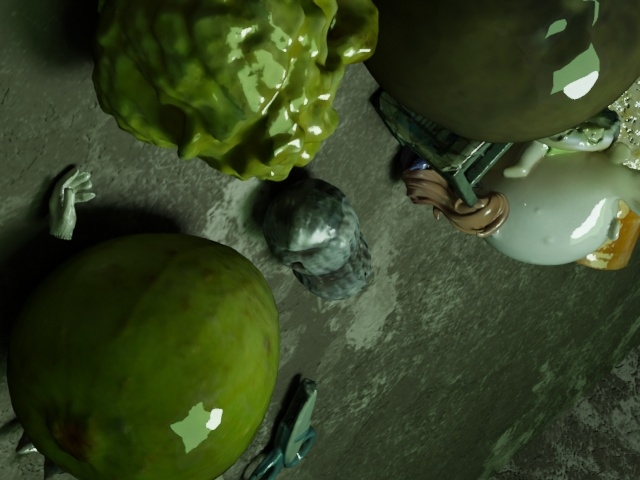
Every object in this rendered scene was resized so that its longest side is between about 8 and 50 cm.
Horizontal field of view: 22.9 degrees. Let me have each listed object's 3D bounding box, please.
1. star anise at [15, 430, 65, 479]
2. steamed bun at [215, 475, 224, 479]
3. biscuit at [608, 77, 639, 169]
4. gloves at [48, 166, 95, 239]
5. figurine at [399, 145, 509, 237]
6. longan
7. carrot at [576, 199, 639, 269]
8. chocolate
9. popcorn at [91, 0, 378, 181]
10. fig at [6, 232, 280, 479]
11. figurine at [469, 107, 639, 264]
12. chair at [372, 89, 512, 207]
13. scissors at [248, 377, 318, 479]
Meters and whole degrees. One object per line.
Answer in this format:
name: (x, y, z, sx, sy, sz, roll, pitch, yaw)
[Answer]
star anise: (-0.252, 0.196, 1.773, 0.197, 0.073, 0.212, -53, 155, 13)
steamed bun: (-0.213, 0.386, 2.093, 0.232, 0.145, 0.232, -37, 158, -18)
biscuit: (0.435, -0.197, 2.143, 0.220, 0.220, 0.033, -45, -166, 1)
gloves: (-0.232, -0.028, 1.442, 0.081, 0.037, 0.044, -64, -168, 7)
figurine: (0.163, -0.068, 1.957, 0.114, 0.157, 0.126, -29, 170, 20)
longan: (0.174, -0.246, 1.420, 0.319, 0.319, 0.319, -37, 158, -18)
carrot: (0.411, -0.106, 2.304, 0.196, 0.196, 0.254, -16, 136, -51)
chocolate: (0.000, 0.000, 1.828, 0.110, 0.110, 0.248, -42, 162, -6)
popcorn: (-0.066, -0.177, 1.263, 0.237, 0.206, 0.251, 13, 104, -47)
fig: (-0.154, 0.111, 1.565, 0.326, 0.258, 0.258, -36, 161, -56)
figurine: (0.338, -0.144, 2.004, 0.227, 0.275, 0.394, -25, 133, -48)
chair: (0.146, -0.160, 1.749, 0.147, 0.136, 0.270, -46, 160, -1)
scissors: (-0.041, 0.283, 2.357, 0.138, 0.041, 0.289, -33, 160, -30)
